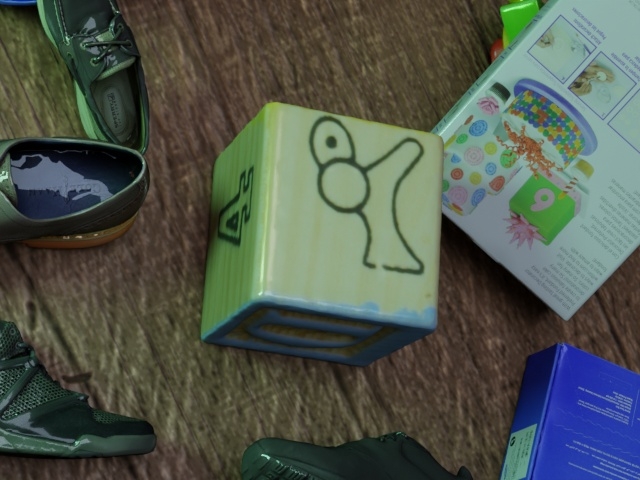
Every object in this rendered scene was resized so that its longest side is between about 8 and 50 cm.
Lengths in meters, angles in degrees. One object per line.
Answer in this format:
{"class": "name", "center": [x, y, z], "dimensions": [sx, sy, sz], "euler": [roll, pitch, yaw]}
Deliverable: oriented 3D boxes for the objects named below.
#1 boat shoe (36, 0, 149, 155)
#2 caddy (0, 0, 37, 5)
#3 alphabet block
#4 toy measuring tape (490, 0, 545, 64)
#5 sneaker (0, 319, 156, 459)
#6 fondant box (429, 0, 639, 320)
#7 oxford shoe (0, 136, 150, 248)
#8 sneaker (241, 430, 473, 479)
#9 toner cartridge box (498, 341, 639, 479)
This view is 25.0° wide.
{"class": "boat shoe", "center": [-0.207, -0.178, 1.386], "dimensions": [0.080, 0.073, 0.224], "euler": [-32, 131, -25]}
{"class": "caddy", "center": [-0.256, -0.381, 1.433], "dimensions": [0.341, 0.179, 0.241], "euler": [-28, 81, -14]}
{"class": "alphabet block", "center": [0.000, 0.000, 1.417], "dimensions": [0.192, 0.193, 0.197], "euler": [11, 71, -20]}
{"class": "toy measuring tape", "center": [0.271, -0.147, 1.633], "dimensions": [0.121, 0.121, 0.330], "euler": [-22, 100, -26]}
{"class": "sneaker", "center": [-0.258, 0.137, 1.331], "dimensions": [0.227, 0.087, 0.130], "euler": [10, 77, -13]}
{"class": "fondant box", "center": [0.280, -0.117, 1.526], "dimensions": [0.238, 0.096, 0.330], "euler": [41, 99, -6]}
{"class": "oxford shoe", "center": [-0.336, -0.047, 1.327], "dimensions": [0.363, 0.133, 0.130], "euler": [-10, 79, -21]}
{"class": "sneaker", "center": [0.043, 0.242, 1.413], "dimensions": [0.286, 0.109, 0.130], "euler": [28, 44, -29]}
{"class": "toner cartridge box", "center": [0.371, 0.251, 1.557], "dimensions": [0.347, 0.075, 0.165], "euler": [23, 68, -14]}
